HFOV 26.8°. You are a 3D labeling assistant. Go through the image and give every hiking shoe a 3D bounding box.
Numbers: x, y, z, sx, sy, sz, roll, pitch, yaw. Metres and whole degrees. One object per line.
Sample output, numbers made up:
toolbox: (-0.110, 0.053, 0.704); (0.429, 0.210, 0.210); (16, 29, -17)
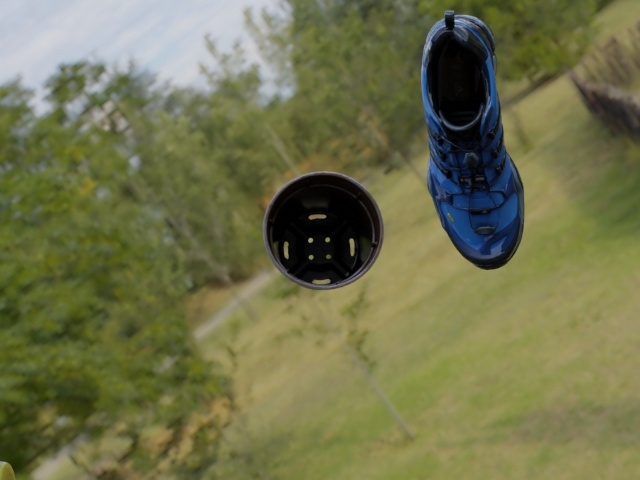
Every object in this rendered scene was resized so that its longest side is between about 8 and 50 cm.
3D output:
hiking shoe: (0.163, -0.109, 1.559); (0.113, 0.304, 0.132); (-11, 5, 16)

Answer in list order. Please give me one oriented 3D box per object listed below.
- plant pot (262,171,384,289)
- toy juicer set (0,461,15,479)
plant pot: (0.000, 0.000, 1.925); (0.167, 0.167, 0.165); (-38, -6, -9)
toy juicer set: (-0.421, 0.176, 1.451); (0.089, 0.329, 0.209); (-5, 13, 6)
